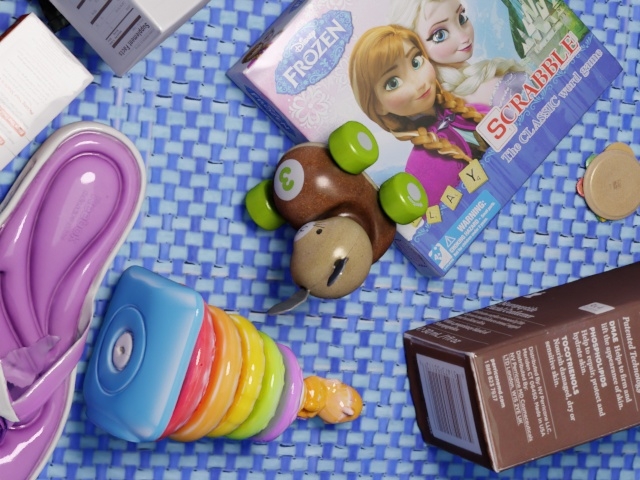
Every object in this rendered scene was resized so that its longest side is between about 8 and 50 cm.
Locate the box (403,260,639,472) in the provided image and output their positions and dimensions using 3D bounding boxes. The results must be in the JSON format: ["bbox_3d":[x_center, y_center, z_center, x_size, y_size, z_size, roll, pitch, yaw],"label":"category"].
[{"bbox_3d":[0.305,0.121,2.040,0.381,0.191,0.143,-14,99,-19],"label":"box"}]

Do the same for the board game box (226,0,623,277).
[{"bbox_3d":[0.118,-0.182,2.014,0.318,0.066,0.319,44,79,-17],"label":"board game box"}]

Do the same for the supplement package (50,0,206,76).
[{"bbox_3d":[-0.210,-0.305,1.810,0.244,0.134,0.139,48,62,-5],"label":"supplement package"}]

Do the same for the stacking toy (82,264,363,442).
[{"bbox_3d":[-0.081,0.147,1.937,0.302,0.175,0.166,18,91,-34],"label":"stacking toy"}]

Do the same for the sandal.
[{"bbox_3d":[-0.293,0.074,1.860,0.169,0.102,0.416,20,87,-20],"label":"sandal"}]

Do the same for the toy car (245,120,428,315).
[{"bbox_3d":[0.000,0.000,1.892,0.149,0.155,0.188,45,36,-17],"label":"toy car"}]

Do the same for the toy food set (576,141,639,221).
[{"bbox_3d":[0.331,-0.064,2.126,0.082,0.020,0.083,-31,104,-15],"label":"toy food set"}]

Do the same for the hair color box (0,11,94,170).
[{"bbox_3d":[-0.319,-0.136,1.862,0.167,0.053,0.093,-46,106,-13],"label":"hair color box"}]

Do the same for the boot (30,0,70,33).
[{"bbox_3d":[-0.250,-0.276,1.885,0.121,0.045,0.099,-33,98,-17],"label":"boot"}]
